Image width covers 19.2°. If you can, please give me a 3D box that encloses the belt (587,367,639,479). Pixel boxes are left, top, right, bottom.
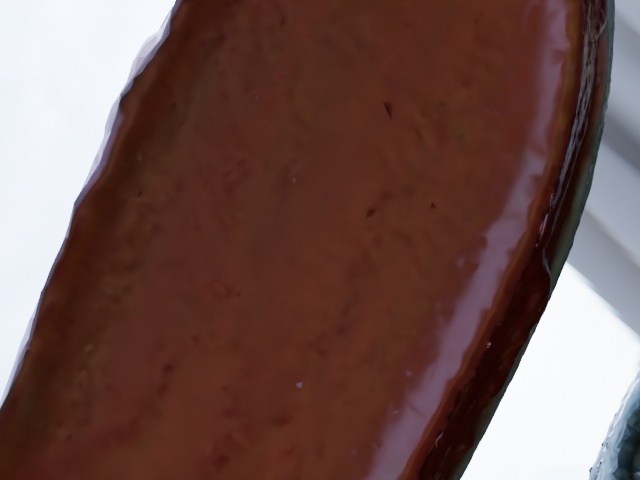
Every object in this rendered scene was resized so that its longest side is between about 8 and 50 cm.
[{"bbox_3d":[0.202,0.073,0.677,0.160,0.207,0.295,25,-65,-24],"label":"belt"}]

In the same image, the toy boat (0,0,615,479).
[{"bbox_3d":[0.000,0.000,0.592,0.133,0.145,0.332,68,-133,-83],"label":"toy boat"}]
